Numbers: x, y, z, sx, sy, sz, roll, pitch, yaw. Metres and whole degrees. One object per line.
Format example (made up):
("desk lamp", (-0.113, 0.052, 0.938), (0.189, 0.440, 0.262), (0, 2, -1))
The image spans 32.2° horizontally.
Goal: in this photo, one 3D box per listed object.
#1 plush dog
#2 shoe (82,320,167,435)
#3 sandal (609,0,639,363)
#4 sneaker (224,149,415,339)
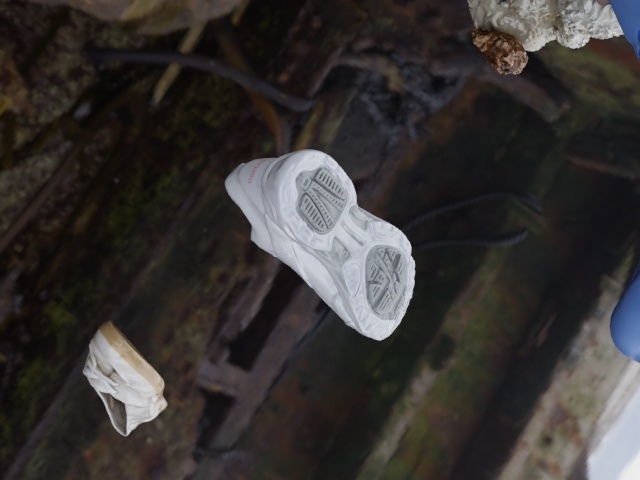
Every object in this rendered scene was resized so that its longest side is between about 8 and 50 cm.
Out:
("plush dog", (0.282, -0.301, 1.300), (0.210, 0.225, 0.262), (44, 48, -52))
("shoe", (-0.203, 0.150, 1.143), (0.058, 0.076, 0.219), (-42, 160, -18))
("sandal", (0.189, -0.090, 0.494), (0.126, 0.138, 0.317), (73, 41, -70))
("sneaker", (0.000, 0.000, 0.988), (0.090, 0.115, 0.232), (-54, 131, -23))
